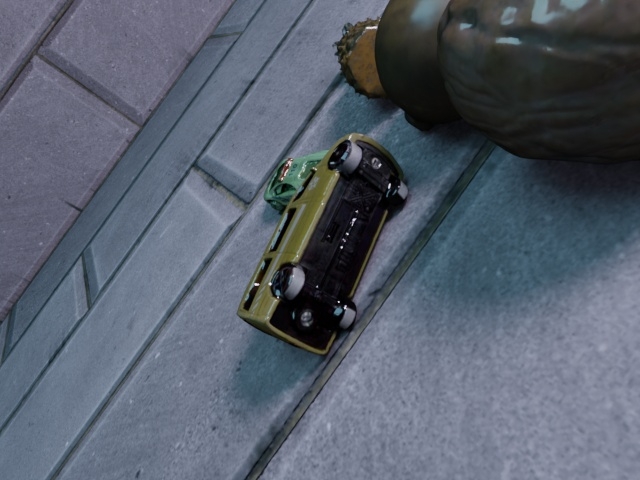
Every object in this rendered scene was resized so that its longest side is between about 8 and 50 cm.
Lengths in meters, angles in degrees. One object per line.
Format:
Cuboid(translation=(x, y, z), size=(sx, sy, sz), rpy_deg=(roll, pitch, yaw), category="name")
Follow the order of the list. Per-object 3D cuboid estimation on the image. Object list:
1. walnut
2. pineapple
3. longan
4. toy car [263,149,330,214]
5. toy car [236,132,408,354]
Cuboid(translation=(0.208, -0.158, 0.415), size=(0.224, 0.224, 0.224), rpy_deg=(-34, 37, 30), category="walnut")
Cuboid(translation=(0.076, -0.297, 0.824), size=(0.125, 0.125, 0.251), rpy_deg=(-45, 22, 14), category="pineapple")
Cuboid(translation=(0.142, -0.218, 0.607), size=(0.204, 0.159, 0.184), rpy_deg=(103, -169, -46), category="longan")
Cuboid(translation=(-0.036, -0.093, 0.804), size=(0.186, 0.058, 0.093), rpy_deg=(2, 64, 53), category="toy car")
Cuboid(translation=(0.000, 0.000, 0.626), size=(0.124, 0.101, 0.256), rpy_deg=(-1, 60, 57), category="toy car")
